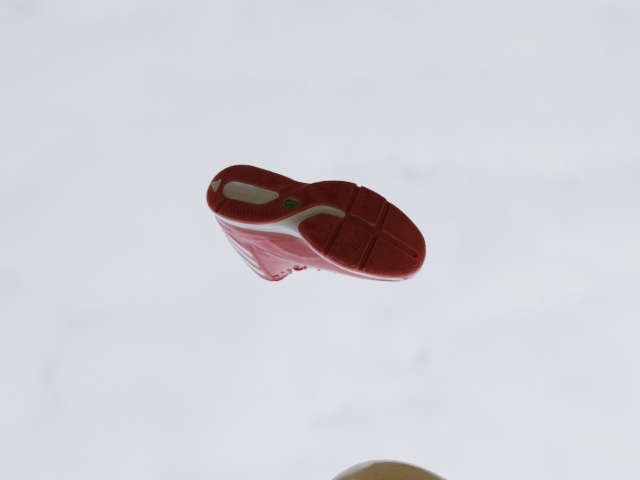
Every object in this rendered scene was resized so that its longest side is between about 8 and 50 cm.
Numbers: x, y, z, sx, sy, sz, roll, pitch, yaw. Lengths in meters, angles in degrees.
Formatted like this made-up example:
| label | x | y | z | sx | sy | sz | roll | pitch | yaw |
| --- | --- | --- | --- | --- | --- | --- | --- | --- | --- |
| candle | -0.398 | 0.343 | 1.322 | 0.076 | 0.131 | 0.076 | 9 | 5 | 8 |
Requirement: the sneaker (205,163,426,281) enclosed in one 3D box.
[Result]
| label | x | y | z | sx | sy | sz | roll | pitch | yaw |
| --- | --- | --- | --- | --- | --- | --- | --- | --- | --- |
| sneaker | 0.000 | 0.000 | 1.004 | 0.221 | 0.128 | 0.087 | 23 | -112 | 15 |

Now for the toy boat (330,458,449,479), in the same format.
| label | x | y | z | sx | sy | sz | roll | pitch | yaw |
| --- | --- | --- | --- | --- | --- | --- | --- | --- | --- |
| toy boat | 0.101 | 0.431 | 1.302 | 0.267 | 0.148 | 0.318 | 28 | -146 | 1 |
